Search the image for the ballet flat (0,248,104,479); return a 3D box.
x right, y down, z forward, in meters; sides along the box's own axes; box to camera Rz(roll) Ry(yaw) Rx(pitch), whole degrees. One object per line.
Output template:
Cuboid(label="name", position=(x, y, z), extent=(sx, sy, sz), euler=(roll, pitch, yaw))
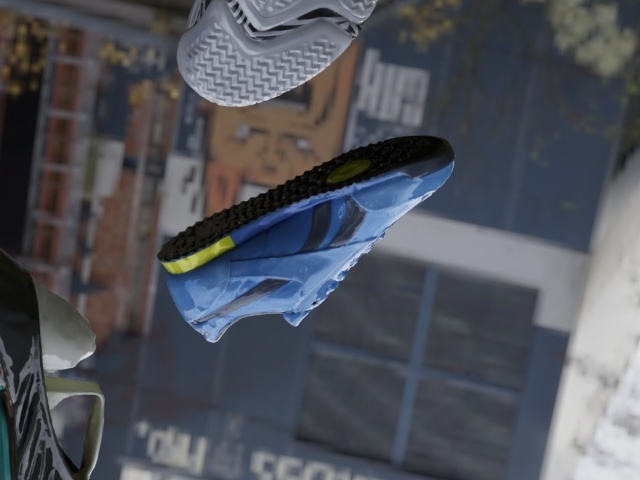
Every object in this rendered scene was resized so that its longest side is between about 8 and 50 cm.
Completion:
Cuboid(label="ballet flat", position=(-0.221, 0.104, 1.502), extent=(0.096, 0.280, 0.095), euler=(-14, -146, -15))

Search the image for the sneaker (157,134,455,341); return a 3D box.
Cuboid(label="sneaker", position=(0.000, 0.000, 1.266), extent=(0.209, 0.082, 0.069), euler=(-25, -163, 8))

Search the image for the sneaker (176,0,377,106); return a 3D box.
Cuboid(label="sneaker", position=(-0.029, -0.281, 1.596), extent=(0.137, 0.366, 0.210), euler=(35, 174, -36))
